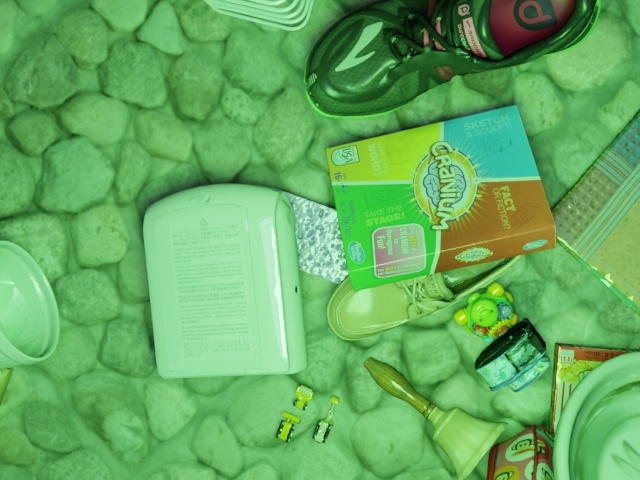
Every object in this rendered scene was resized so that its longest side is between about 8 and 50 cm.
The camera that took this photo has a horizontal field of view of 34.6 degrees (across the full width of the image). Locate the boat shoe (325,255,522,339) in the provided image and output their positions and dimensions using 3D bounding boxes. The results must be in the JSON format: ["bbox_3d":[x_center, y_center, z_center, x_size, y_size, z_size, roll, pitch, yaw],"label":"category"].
[{"bbox_3d":[0.165,0.057,1.631,0.341,0.110,0.121,-29,99,-1],"label":"boat shoe"}]

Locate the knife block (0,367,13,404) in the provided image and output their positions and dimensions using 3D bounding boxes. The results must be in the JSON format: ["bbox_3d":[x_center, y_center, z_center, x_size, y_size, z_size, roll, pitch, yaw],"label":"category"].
[{"bbox_3d":[-0.624,0.361,1.744,0.088,0.242,0.275,21,49,2],"label":"knife block"}]

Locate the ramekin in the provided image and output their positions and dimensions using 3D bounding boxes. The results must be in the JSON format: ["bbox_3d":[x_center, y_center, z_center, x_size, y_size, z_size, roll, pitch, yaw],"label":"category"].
[{"bbox_3d":[-0.526,0.112,1.660,0.109,0.207,0.207,-21,91,14],"label":"ramekin"}]

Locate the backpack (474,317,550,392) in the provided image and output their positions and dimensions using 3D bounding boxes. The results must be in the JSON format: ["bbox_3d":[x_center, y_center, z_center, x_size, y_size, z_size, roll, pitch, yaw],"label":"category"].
[{"bbox_3d":[0.309,0.194,1.647,0.114,0.105,0.084,-37,88,10],"label":"backpack"}]

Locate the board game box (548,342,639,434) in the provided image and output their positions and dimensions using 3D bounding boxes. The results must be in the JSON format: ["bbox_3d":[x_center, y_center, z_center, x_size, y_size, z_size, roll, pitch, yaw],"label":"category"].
[{"bbox_3d":[0.448,0.269,1.669,0.147,0.045,0.193,4,93,4],"label":"board game box"}]

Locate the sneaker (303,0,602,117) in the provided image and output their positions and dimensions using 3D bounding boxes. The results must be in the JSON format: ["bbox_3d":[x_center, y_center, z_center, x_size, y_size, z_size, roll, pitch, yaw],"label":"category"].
[{"bbox_3d":[0.196,-0.326,1.585,0.483,0.202,0.185,-20,90,5],"label":"sneaker"}]

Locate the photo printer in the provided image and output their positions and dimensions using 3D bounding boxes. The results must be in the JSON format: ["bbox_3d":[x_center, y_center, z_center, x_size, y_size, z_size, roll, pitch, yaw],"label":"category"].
[{"bbox_3d":[-0.155,0.063,1.655,0.256,0.107,0.307,-6,92,20],"label":"photo printer"}]

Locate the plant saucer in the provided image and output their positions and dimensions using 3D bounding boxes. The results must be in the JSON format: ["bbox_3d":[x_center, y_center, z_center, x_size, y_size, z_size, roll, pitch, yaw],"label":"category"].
[{"bbox_3d":[0.510,0.370,1.545,0.400,0.100,0.400,8,64,-16],"label":"plant saucer"}]

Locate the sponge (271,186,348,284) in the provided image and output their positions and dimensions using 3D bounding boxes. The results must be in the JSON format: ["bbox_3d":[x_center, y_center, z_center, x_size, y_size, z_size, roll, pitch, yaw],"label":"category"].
[{"bbox_3d":[0.000,0.000,1.698,0.210,0.031,0.117,19,94,3],"label":"sponge"}]

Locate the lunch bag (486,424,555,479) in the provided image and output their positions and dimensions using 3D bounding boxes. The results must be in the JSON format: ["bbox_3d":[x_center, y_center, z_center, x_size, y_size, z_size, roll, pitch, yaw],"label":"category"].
[{"bbox_3d":[0.366,0.452,1.555,0.120,0.258,0.293,-33,102,23],"label":"lunch bag"}]

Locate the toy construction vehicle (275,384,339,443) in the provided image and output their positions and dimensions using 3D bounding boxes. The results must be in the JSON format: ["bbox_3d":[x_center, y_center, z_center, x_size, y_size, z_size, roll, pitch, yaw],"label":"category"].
[{"bbox_3d":[-0.019,0.296,1.714,0.086,0.035,0.098,19,91,14],"label":"toy construction vehicle"}]

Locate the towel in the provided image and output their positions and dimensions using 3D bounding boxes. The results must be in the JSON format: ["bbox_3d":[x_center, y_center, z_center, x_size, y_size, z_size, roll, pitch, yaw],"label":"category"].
[{"bbox_3d":[0.577,-0.002,1.655,0.370,0.040,0.271,41,93,4],"label":"towel"}]

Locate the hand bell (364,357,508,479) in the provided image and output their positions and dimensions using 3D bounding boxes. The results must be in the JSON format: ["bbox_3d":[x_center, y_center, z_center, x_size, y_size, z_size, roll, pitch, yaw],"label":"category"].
[{"bbox_3d":[0.171,0.270,1.676,0.242,0.126,0.126,39,94,14],"label":"hand bell"}]

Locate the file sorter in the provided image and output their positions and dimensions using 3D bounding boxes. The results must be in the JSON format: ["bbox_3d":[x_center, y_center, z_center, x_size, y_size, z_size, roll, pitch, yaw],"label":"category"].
[{"bbox_3d":[-0.099,-0.436,1.567,0.193,0.278,0.173,15,95,4],"label":"file sorter"}]

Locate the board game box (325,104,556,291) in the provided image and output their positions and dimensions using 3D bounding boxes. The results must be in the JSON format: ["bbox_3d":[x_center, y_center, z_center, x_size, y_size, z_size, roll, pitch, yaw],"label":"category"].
[{"bbox_3d":[0.182,-0.069,1.607,0.316,0.064,0.242,-13,57,4],"label":"board game box"}]

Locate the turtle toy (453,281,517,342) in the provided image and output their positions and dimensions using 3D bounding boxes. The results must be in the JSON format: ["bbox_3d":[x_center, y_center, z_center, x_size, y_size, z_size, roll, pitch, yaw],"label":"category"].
[{"bbox_3d":[0.267,0.119,1.641,0.095,0.130,0.066,-40,58,8],"label":"turtle toy"}]
